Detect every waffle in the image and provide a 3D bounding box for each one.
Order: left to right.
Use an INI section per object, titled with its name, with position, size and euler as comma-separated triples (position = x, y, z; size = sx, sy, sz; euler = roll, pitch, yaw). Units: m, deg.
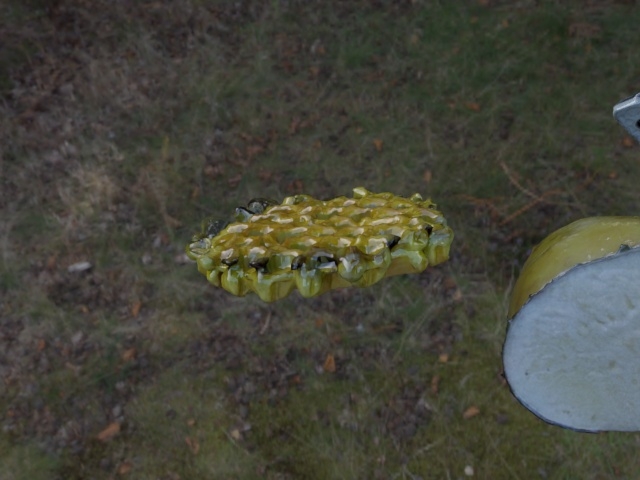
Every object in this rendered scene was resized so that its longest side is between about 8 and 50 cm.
[waffle]
position = -0.005, -0.002, 0.960
size = 0.329, 0.062, 0.329
euler = -8, 16, 2

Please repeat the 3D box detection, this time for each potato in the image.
[potato]
position = 0.356, 0.073, 0.899
size = 0.299, 0.246, 0.196
euler = -1, 26, 20

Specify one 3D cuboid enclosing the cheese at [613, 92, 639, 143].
[cheese]
position = 0.403, -0.085, 0.911
size = 0.127, 0.235, 0.050
euler = -16, 47, 44
